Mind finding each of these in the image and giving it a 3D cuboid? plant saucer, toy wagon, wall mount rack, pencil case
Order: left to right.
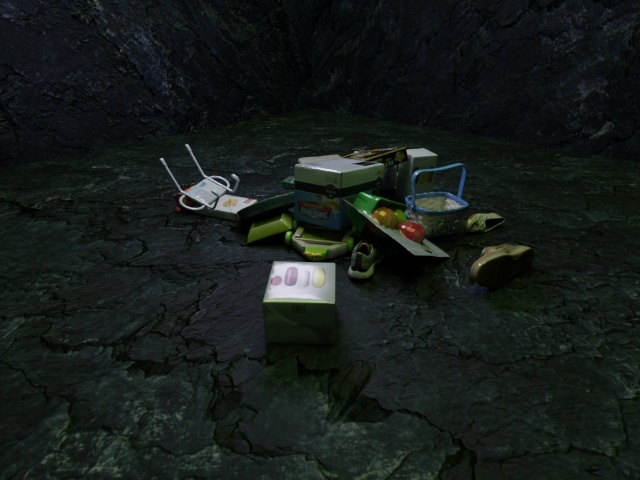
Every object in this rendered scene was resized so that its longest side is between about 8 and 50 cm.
[{"bbox_3d":[-0.594,-0.217,1.980,0.104,0.104,0.236,12,30,21],"label":"pencil case"},{"bbox_3d":[-0.556,-0.286,1.897,0.304,0.130,0.350,29,33,0],"label":"wall mount rack"},{"bbox_3d":[-0.210,-0.072,1.693,0.188,0.045,0.188,-18,23,6],"label":"plant saucer"},{"bbox_3d":[-0.200,-0.146,1.777,0.317,0.044,0.317,-18,1,0],"label":"plant saucer"},{"bbox_3d":[0.000,0.000,1.613,0.267,0.068,0.344,5,28,10],"label":"toy wagon"}]

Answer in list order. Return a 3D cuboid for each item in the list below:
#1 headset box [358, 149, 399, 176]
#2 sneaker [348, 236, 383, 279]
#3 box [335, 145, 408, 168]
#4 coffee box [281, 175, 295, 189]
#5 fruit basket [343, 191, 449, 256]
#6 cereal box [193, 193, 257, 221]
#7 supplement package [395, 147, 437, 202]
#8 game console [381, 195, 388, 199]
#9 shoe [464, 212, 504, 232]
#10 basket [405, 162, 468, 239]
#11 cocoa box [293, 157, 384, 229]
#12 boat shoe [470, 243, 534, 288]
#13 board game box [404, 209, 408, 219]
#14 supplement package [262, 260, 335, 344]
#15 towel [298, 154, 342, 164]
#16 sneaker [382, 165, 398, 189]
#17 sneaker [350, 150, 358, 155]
[{"bbox_3d":[0.361,-0.432,2.355,0.218,0.110,0.293,-3,24,-42],"label":"headset box"},{"bbox_3d":[0.172,0.041,1.495,0.100,0.108,0.271,8,24,15],"label":"sneaker"},{"bbox_3d":[0.223,-0.384,2.007,0.257,0.079,0.322,-20,17,-27],"label":"box"},{"bbox_3d":[-0.104,-0.307,2.224,0.184,0.040,0.113,13,30,21],"label":"coffee box"},{"bbox_3d":[0.280,-0.033,1.547,0.353,0.165,0.327,46,24,29],"label":"fruit basket"},{"bbox_3d":[-0.439,-0.159,1.925,0.240,0.047,0.173,10,29,18],"label":"cereal box"},{"bbox_3d":[0.470,-0.317,2.041,0.139,0.244,0.134,-8,29,-16],"label":"supplement package"},{"bbox_3d":[0.146,-0.224,2.089,0.250,0.173,0.293,-44,42,-12],"label":"game console"},{"bbox_3d":[0.703,-0.078,1.770,0.219,0.077,0.058,-14,26,-30],"label":"shoe"},{"bbox_3d":[0.481,-0.163,1.695,0.254,0.289,0.201,-12,25,-18],"label":"basket"},{"bbox_3d":[0.080,-0.205,1.715,0.231,0.228,0.347,15,22,32],"label":"cocoa box"},{"bbox_3d":[0.610,0.080,1.435,0.341,0.122,0.110,-8,23,-38],"label":"boat shoe"},{"bbox_3d":[0.358,-0.131,1.916,0.186,0.026,0.126,13,31,23],"label":"board game box"},{"bbox_3d":[-0.053,0.175,1.188,0.194,0.149,0.203,1,29,1],"label":"supplement package"},{"bbox_3d":[0.013,-0.478,2.551,0.282,0.049,0.187,-7,27,-13],"label":"towel"},{"bbox_3d":[0.378,-0.334,2.132,0.094,0.212,0.080,4,64,-1],"label":"sneaker"},{"bbox_3d":[0.183,-0.465,2.449,0.099,0.121,0.262,24,35,38],"label":"sneaker"}]
